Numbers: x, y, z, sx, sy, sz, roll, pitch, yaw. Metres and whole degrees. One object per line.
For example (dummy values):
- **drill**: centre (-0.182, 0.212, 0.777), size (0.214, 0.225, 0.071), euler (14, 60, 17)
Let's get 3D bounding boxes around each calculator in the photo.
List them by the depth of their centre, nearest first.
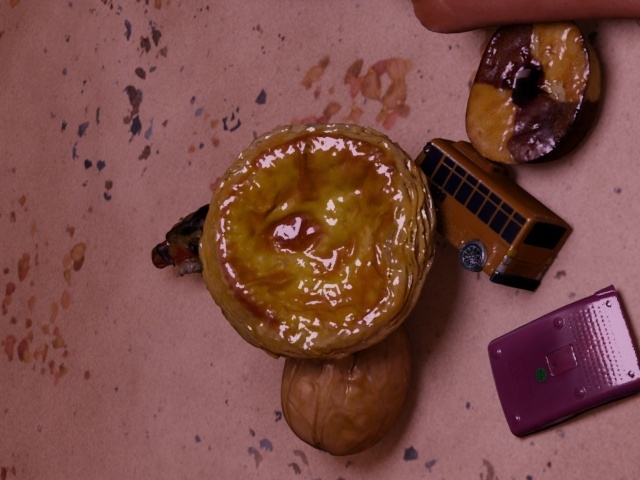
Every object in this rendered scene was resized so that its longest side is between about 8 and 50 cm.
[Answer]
- **calculator**: centre (0.274, 0.142, 1.427), size (0.190, 0.034, 0.126), euler (-30, 64, 36)

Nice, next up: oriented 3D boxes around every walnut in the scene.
- **walnut**: centre (0.034, 0.167, 1.566), size (0.159, 0.159, 0.206), euler (12, 86, 44)

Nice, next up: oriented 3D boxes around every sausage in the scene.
- **sausage**: centre (0.293, -0.280, 1.380), size (0.419, 0.094, 0.094), euler (4, 119, 32)

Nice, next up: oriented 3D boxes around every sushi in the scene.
- **sushi**: centre (-0.153, -0.006, 1.806), size (0.226, 0.097, 0.103), euler (-21, 110, 34)

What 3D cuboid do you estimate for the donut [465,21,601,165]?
- **donut**: centre (0.256, -0.173, 1.474), size (0.166, 0.073, 0.184), euler (3, 84, 44)

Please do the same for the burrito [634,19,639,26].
- **burrito**: centre (0.356, -0.332, 1.430), size (0.058, 0.045, 0.188), euler (-28, 64, 34)

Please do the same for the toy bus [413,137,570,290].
- **toy bus**: centre (0.189, -0.037, 1.494), size (0.201, 0.098, 0.114), euler (44, 111, 38)

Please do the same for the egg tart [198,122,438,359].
- **egg tart**: centre (0.000, 0.000, 1.492), size (0.295, 0.116, 0.294), euler (0, 87, 8)
